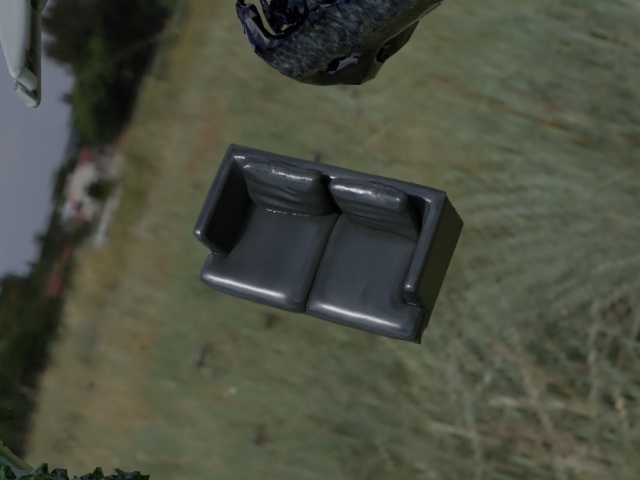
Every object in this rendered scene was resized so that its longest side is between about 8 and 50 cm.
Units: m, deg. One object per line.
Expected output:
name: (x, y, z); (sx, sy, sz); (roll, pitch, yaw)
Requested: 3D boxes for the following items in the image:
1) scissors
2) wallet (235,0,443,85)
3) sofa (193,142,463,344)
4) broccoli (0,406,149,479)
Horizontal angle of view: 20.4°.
scissors: (-0.114, -0.096, 0.662); (0.085, 0.022, 0.176); (-42, 32, 13)
wallet: (0.061, -0.193, 0.503); (0.221, 0.071, 0.262); (-34, 39, 61)
sofa: (0.000, 0.000, 1.033); (0.085, 0.147, 0.060); (-69, -26, -14)
broccoli: (-0.181, 0.141, 0.720); (0.242, 0.269, 0.261); (-103, -6, -52)
